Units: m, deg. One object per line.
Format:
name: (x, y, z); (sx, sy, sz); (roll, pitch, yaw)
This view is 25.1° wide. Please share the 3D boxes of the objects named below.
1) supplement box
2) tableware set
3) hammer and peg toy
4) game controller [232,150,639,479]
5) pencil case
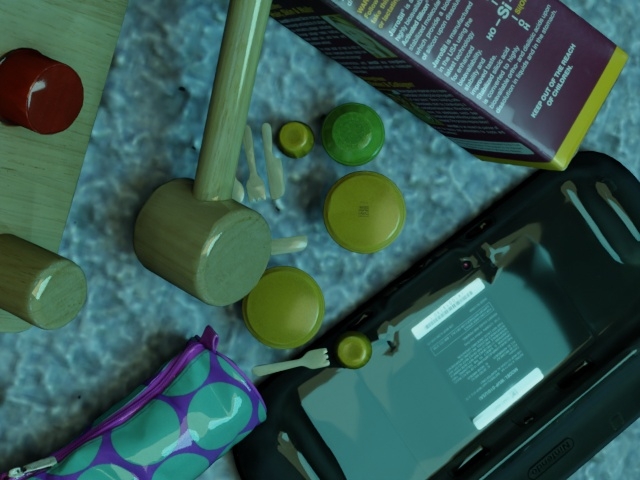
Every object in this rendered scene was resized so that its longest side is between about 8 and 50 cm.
supplement box: (0.065, -0.123, 0.819); (0.188, 0.104, 0.080); (32, 83, -22)
tableware set: (0.000, 0.000, 0.834); (0.104, 0.024, 0.154); (-9, 86, 3)
hammer and peg toy: (-0.164, -0.087, 0.692); (0.361, 0.127, 0.265); (9, 99, -51)
game controller: (0.102, 0.085, 0.891); (0.319, 0.067, 0.166); (-37, 93, -14)
pencil case: (-0.106, 0.117, 0.801); (0.152, 0.064, 0.070); (-37, 123, -14)
